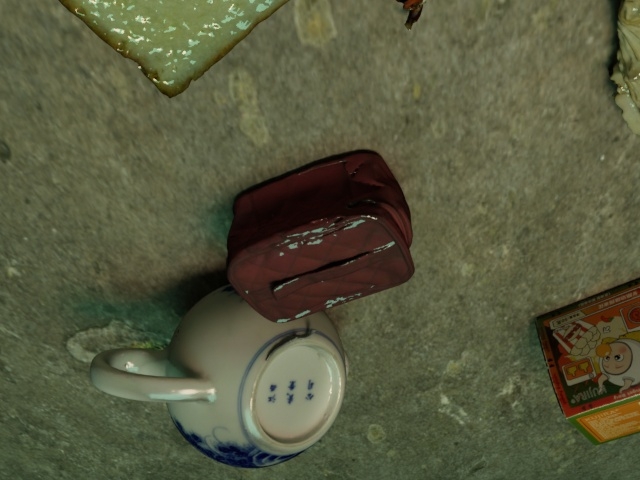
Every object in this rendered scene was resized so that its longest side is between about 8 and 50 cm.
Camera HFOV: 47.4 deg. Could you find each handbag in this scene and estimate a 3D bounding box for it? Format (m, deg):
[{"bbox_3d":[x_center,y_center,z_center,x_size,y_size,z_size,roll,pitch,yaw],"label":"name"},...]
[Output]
[{"bbox_3d":[0.000,0.000,0.869,0.225,0.135,0.146,-17,135,17],"label":"handbag"}]

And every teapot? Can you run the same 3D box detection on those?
[{"bbox_3d":[-0.109,0.176,1.018,0.424,0.252,0.280,3,-174,-37],"label":"teapot"}]

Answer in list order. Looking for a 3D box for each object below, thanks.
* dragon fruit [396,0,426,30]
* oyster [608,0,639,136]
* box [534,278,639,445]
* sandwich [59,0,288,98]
[{"bbox_3d":[0.090,-0.249,0.608,0.094,0.094,0.190,-6,146,1],"label":"dragon fruit"},{"bbox_3d":[0.416,-0.154,0.745,0.354,0.107,0.201,19,132,-26],"label":"oyster"},{"bbox_3d":[0.460,0.183,1.106,0.195,0.178,0.148,-26,137,25],"label":"box"},{"bbox_3d":[-0.127,-0.270,0.551,0.249,0.095,0.273,-27,137,26],"label":"sandwich"}]
